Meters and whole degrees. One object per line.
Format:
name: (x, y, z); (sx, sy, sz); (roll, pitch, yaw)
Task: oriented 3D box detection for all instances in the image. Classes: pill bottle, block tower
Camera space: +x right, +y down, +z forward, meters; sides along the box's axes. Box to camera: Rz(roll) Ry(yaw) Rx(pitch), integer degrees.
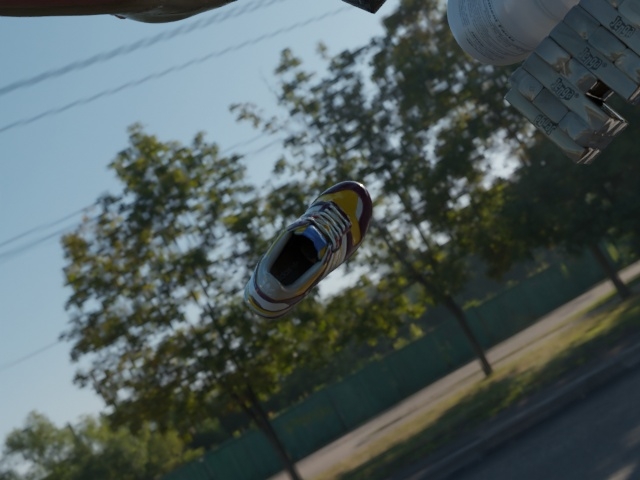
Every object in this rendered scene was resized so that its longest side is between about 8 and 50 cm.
pill bottle: (0.238, -0.270, 1.081); (0.131, 0.131, 0.229); (-27, 8, -13)
block tower: (0.299, -0.213, 0.818); (0.335, 0.097, 0.091); (-50, -18, 21)

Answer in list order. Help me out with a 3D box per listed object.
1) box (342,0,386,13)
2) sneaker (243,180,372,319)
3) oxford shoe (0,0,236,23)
box: (0.059, -0.373, 0.996); (0.183, 0.059, 0.232); (-50, -33, -12)
sneaker: (0.000, 0.000, 0.992); (0.185, 0.070, 0.084); (-51, -2, -28)
oxford shoe: (-0.173, -0.222, 0.843); (0.348, 0.123, 0.130); (-16, -18, -35)
